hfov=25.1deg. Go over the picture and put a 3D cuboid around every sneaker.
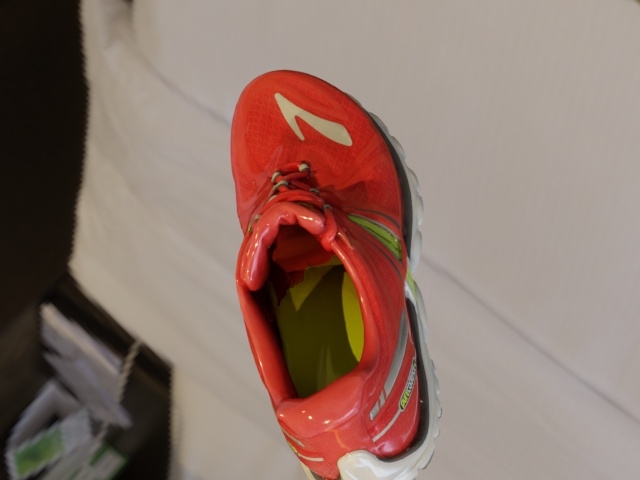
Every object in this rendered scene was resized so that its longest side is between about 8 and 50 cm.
[{"bbox_3d":[0.000,0.000,0.776,0.118,0.107,0.279,53,-162,-52],"label":"sneaker"}]
